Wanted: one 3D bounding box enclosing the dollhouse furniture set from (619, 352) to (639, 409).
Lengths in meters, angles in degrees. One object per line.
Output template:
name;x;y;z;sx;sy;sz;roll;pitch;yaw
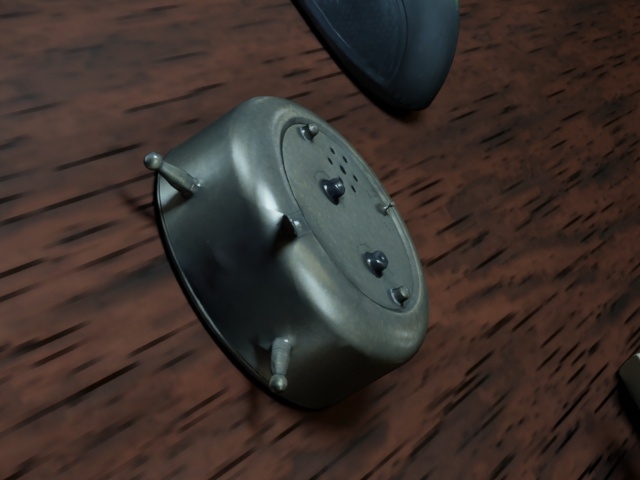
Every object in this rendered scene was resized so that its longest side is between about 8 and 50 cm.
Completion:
dollhouse furniture set;0.397;0.098;1.184;0.256;0.362;0.394;60;-8;9

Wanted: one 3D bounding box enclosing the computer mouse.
computer mouse;-0.001;-0.191;1.080;0.272;0.072;0.188;50;22;-18

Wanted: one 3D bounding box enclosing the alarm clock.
alarm clock;0.000;0.000;0.850;0.129;0.064;0.192;60;19;6
